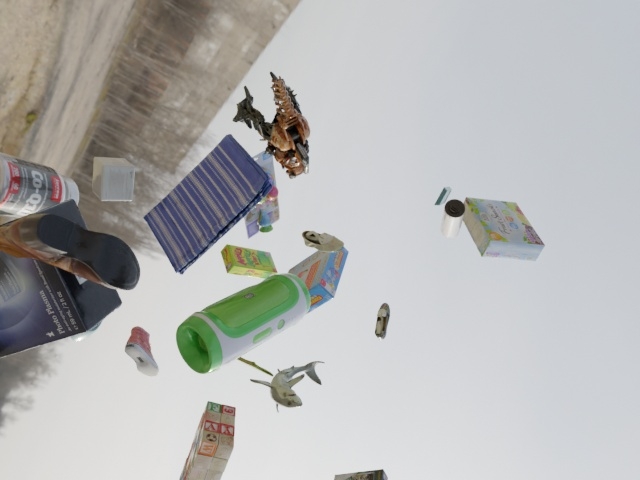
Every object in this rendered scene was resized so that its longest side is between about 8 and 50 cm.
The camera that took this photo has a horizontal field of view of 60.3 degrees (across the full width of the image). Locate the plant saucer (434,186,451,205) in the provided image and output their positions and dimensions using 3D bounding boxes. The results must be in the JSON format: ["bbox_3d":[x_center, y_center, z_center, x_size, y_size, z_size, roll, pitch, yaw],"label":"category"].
[{"bbox_3d":[0.422,-0.151,1.883,0.067,0.018,0.192,-63,168,14],"label":"plant saucer"}]

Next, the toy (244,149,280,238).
[{"bbox_3d":[-0.159,-0.126,1.562,0.056,0.137,0.237,25,-47,32],"label":"toy"}]

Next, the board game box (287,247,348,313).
[{"bbox_3d":[-0.045,0.175,2.279,0.302,0.086,0.308,-34,-159,34],"label":"board game box"}]

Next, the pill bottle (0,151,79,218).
[{"bbox_3d":[-0.802,-0.138,1.489,0.161,0.161,0.283,-63,164,3],"label":"pill bottle"}]

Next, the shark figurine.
[{"bbox_3d":[-0.094,0.417,1.537,0.278,0.166,0.116,-27,120,-74],"label":"shark figurine"}]

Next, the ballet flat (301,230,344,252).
[{"bbox_3d":[0.000,0.000,1.609,0.057,0.052,0.168,-44,-150,-27],"label":"ballet flat"}]

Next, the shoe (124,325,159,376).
[{"bbox_3d":[-0.532,0.337,1.673,0.063,0.178,0.081,-7,-134,9],"label":"shoe"}]

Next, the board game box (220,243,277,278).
[{"bbox_3d":[-0.237,0.074,1.842,0.043,0.181,0.092,-46,-130,30],"label":"board game box"}]

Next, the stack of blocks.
[{"bbox_3d":[-0.327,0.632,1.557,0.171,0.087,0.297,-107,-143,-68],"label":"stack of blocks"}]

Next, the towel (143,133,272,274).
[{"bbox_3d":[-0.298,-0.102,1.418,0.336,0.040,0.243,-43,-124,4],"label":"towel"}]

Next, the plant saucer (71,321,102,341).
[{"bbox_3d":[-0.783,0.253,1.878,0.195,0.037,0.195,11,90,-79],"label":"plant saucer"}]

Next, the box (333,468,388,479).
[{"bbox_3d":[0.100,0.764,1.551,0.159,0.044,0.233,-16,-153,21],"label":"box"}]

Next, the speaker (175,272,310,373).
[{"bbox_3d":[-0.154,0.167,1.171,0.296,0.131,0.131,-25,168,-47],"label":"speaker"}]

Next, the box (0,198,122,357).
[{"bbox_3d":[-0.699,0.097,1.327,0.293,0.297,0.183,-18,-167,14],"label":"box"}]

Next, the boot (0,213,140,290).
[{"bbox_3d":[-0.542,0.034,1.114,0.280,0.264,0.096,-4,-111,33],"label":"boot"}]

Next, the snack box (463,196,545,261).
[{"bbox_3d":[0.520,-0.034,1.598,0.207,0.174,0.070,-101,-160,-51],"label":"snack box"}]

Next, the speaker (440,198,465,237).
[{"bbox_3d":[0.353,-0.057,1.477,0.136,0.055,0.055,72,32,-65],"label":"speaker"}]

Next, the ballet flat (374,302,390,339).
[{"bbox_3d":[0.185,0.239,1.654,0.041,0.041,0.115,-22,-126,58],"label":"ballet flat"}]

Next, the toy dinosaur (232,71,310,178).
[{"bbox_3d":[-0.082,-0.281,1.332,0.218,0.164,0.322,55,-34,21],"label":"toy dinosaur"}]

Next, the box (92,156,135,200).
[{"bbox_3d":[-0.567,-0.168,1.509,0.101,0.087,0.102,32,-63,49],"label":"box"}]

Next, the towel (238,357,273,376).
[{"bbox_3d":[-0.265,0.462,2.075,0.237,0.102,0.021,0,-120,58],"label":"towel"}]
